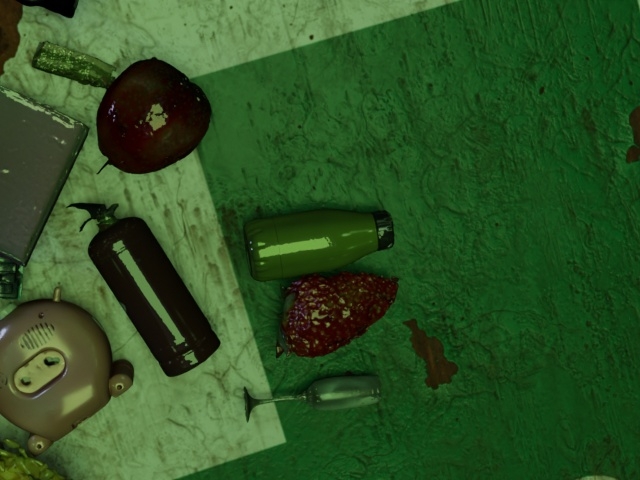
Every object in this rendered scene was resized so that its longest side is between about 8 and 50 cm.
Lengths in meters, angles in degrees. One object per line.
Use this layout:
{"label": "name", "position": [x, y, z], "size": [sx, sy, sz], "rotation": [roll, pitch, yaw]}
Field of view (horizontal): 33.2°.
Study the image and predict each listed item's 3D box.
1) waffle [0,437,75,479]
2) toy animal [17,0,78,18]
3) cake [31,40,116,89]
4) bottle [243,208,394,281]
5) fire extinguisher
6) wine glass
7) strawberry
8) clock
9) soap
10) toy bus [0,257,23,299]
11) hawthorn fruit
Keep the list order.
{"label": "waffle", "position": [-0.528, 0.451, 1.851], "size": [0.280, 0.060, 0.262], "rotation": [10, 125, 9]}
{"label": "toy animal", "position": [-0.478, -0.486, 1.679], "size": [0.267, 0.212, 0.212], "rotation": [23, 95, -19]}
{"label": "cake", "position": [-0.412, -0.293, 1.798], "size": [0.140, 0.055, 0.051], "rotation": [15, 90, -13]}
{"label": "bottle", "position": [0.000, 0.000, 1.882], "size": [0.260, 0.112, 0.112], "rotation": [-10, 101, -8]}
{"label": "fire extinguisher", "position": [-0.311, 0.069, 1.848], "size": [0.135, 0.114, 0.337], "rotation": [-19, 107, 39]}
{"label": "wine glass", "position": [-0.010, 0.284, 1.951], "size": [0.262, 0.074, 0.074], "rotation": [-5, 100, -9]}
{"label": "strawberry", "position": [0.036, 0.141, 1.898], "size": [0.228, 0.098, 0.174], "rotation": [-5, 133, -22]}
{"label": "clock", "position": [-0.470, 0.211, 1.829], "size": [0.227, 0.142, 0.241], "rotation": [-36, 99, -2]}
{"label": "soap", "position": [-0.513, -0.105, 1.756], "size": [0.181, 0.081, 0.259], "rotation": [23, 75, -11]}
{"label": "toy bus", "position": [-0.630, 0.058, 1.790], "size": [0.261, 0.109, 0.091], "rotation": [4, 91, -12]}
{"label": "hawthorn fruit", "position": [-0.291, -0.184, 1.782], "size": [0.181, 0.181, 0.235], "rotation": [38, 104, -13]}
